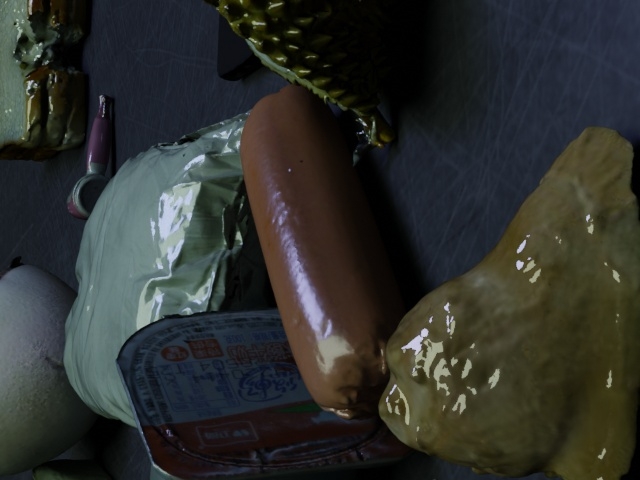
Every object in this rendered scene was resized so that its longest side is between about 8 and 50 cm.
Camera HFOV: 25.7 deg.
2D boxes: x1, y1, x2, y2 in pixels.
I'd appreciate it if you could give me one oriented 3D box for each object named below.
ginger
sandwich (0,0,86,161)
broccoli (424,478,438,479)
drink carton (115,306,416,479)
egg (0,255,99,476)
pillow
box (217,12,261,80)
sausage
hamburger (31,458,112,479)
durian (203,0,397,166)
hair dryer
[{"bbox_3d":[0.100,0.032,0.740,0.115,0.122,0.193,160,118,-86],"label":"ginger"},{"bbox_3d":[-0.385,-0.250,1.903,0.249,0.095,0.273,179,92,-67],"label":"sandwich"},{"bbox_3d":[0.074,0.241,0.802,0.122,0.118,0.204,-28,74,40],"label":"broccoli"},{"bbox_3d":[-0.047,0.171,1.008,0.191,0.185,0.190,-125,32,-52],"label":"drink carton"},{"bbox_3d":[-0.334,0.173,1.657,0.286,0.174,0.264,104,-171,-68],"label":"egg"},{"bbox_3d":[-0.128,0.031,1.237,0.310,0.138,0.284,3,82,65],"label":"pillow"},{"bbox_3d":[-0.060,-0.212,1.239,0.126,0.027,0.125,162,112,-67],"label":"box"},{"bbox_3d":[0.000,0.000,0.996,0.289,0.086,0.086,-106,29,-42],"label":"sausage"},{"bbox_3d":[-0.298,0.292,1.664,0.121,0.084,0.054,-144,57,-64],"label":"hamburger"},{"bbox_3d":[-0.003,-0.180,0.973,0.138,0.237,0.193,-40,10,5],"label":"durian"},{"bbox_3d":[-0.269,-0.100,1.699,0.106,0.054,0.154,-178,101,-71],"label":"hair dryer"}]
